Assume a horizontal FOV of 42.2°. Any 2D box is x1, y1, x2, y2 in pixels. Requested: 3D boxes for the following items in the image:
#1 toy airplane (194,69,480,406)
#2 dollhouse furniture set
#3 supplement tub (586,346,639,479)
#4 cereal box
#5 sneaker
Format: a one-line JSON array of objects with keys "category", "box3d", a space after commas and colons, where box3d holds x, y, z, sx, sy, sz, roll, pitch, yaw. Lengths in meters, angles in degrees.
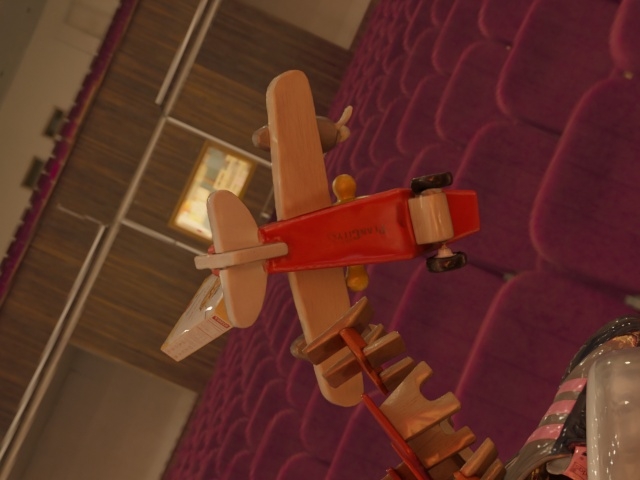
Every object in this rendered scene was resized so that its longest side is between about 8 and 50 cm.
[{"category": "toy airplane", "box3d": [0.000, 0.000, 1.240, 0.386, 0.384, 0.272, -57, 9, -5]}, {"category": "dollhouse furniture set", "box3d": [0.098, 0.232, 0.894, 0.135, 0.262, 0.259, -38, -33, -5]}, {"category": "supplement tub", "box3d": [0.292, 0.136, 0.377, 0.193, 0.316, 0.193, -6, -90, -71]}, {"category": "cereal box", "box3d": [-0.173, 0.101, 1.410, 0.240, 0.047, 0.173, -36, 20, 52]}, {"category": "sneaker", "box3d": [0.296, 0.222, 0.912, 0.319, 0.112, 0.131, -56, -2, -2]}]
